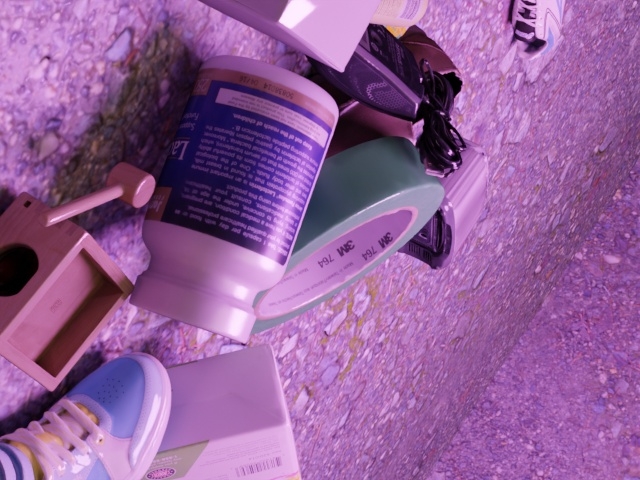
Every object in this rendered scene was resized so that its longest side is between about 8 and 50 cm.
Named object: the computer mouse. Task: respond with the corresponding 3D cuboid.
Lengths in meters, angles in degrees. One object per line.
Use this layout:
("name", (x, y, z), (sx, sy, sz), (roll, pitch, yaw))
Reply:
("computer mouse", (0.055, -0.193, 1.192), (0.072, 0.272, 0.188), (-34, -148, 28))

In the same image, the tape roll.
("tape roll", (0.000, 0.000, 1.272), (0.321, 0.077, 0.321), (-31, 166, -8))

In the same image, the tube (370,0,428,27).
("tube", (0.038, -0.269, 1.104), (0.062, 0.070, 0.240), (-44, 164, 26))

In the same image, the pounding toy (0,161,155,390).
("pounding toy", (-0.244, 0.004, 0.936), (0.206, 0.094, 0.181), (-53, 156, -15))

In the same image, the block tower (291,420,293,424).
("block tower", (-0.174, 0.383, 1.517), (0.335, 0.091, 0.097), (-58, 156, -3))

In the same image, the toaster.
("toaster", (0.189, -0.073, 1.667), (0.146, 0.129, 0.227), (-51, 153, -28))

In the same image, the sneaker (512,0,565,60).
("sneaker", (0.348, -0.376, 1.680), (0.086, 0.085, 0.237), (-58, 156, -15))

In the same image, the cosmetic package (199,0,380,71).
("cosmetic package", (0.005, -0.358, 0.887), (0.365, 0.197, 0.155), (-61, 156, 6))

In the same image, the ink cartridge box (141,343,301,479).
("ink cartridge box", (-0.133, 0.289, 1.344), (0.207, 0.119, 0.353), (-12, 144, -5))

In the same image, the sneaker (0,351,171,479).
("sneaker", (-0.287, 0.222, 1.068), (0.319, 0.127, 0.208), (-52, 157, -18))

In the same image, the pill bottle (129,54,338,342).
("pill bottle", (-0.091, -0.039, 1.052), (0.264, 0.153, 0.153), (-71, 158, -9))

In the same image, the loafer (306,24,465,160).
("loafer", (0.060, -0.155, 1.308), (0.366, 0.130, 0.133), (-45, 152, -31))

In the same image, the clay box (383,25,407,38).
("clay box", (0.116, -0.356, 1.284), (0.222, 0.053, 0.127), (-53, 155, -12))
